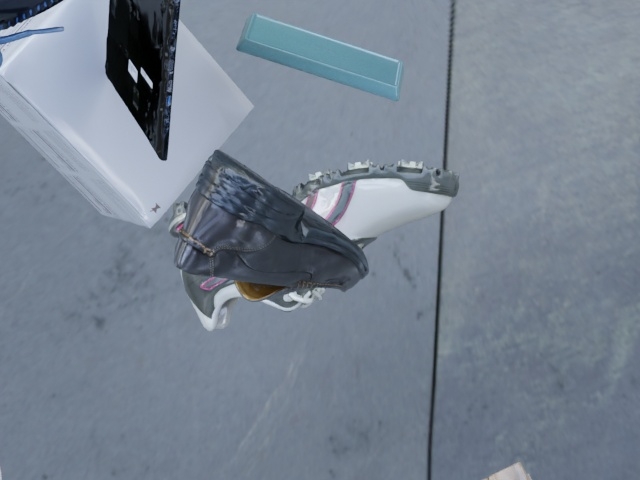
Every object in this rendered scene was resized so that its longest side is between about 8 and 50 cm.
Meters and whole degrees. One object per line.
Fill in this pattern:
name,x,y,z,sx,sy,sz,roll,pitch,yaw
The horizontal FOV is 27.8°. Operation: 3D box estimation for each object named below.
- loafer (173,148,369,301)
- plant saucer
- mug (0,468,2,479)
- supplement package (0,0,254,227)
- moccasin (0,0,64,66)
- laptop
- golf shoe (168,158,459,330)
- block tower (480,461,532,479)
loafer,-0.027,0.005,0.712,0.062,0.170,0.061,36,92,32
plant saucer,0.003,-0.210,1.463,0.192,0.067,0.018,18,133,-5
mug,-0.389,0.208,1.249,0.113,0.169,0.150,28,99,-32
supplement package,-0.251,-0.181,1.535,0.204,0.145,0.262,-51,122,-16
moccasin,-0.285,-0.168,0.940,0.342,0.117,0.138,-16,129,37
laptop,-0.124,-0.249,1.322,0.136,0.234,0.264,-4,119,-22
golf shoe,0.000,0.000,1.148,0.273,0.105,0.120,-13,83,22
block tower,0.170,0.272,1.149,0.097,0.335,0.091,-26,70,3
